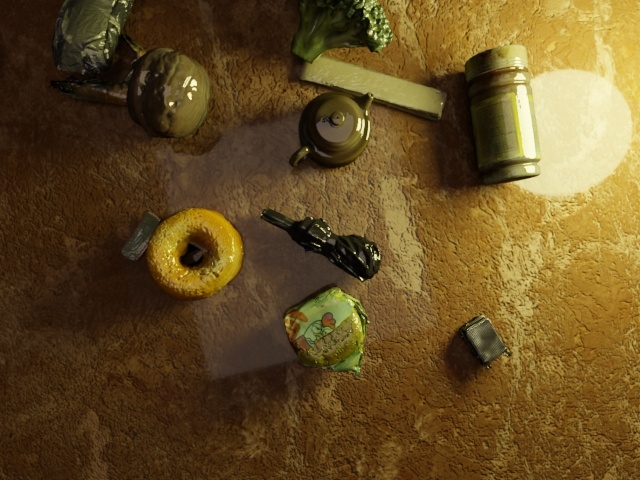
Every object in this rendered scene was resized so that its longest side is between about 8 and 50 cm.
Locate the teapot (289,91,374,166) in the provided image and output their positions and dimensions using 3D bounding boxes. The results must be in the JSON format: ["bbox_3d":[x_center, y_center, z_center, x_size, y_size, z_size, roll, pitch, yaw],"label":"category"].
[{"bbox_3d":[0.026,-0.278,1.109,0.267,0.175,0.185,-40,89,-2],"label":"teapot"}]

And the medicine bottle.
[{"bbox_3d":[0.470,-0.314,1.132,0.151,0.151,0.322,-8,90,-2],"label":"medicine bottle"}]

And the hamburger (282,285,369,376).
[{"bbox_3d":[0.028,0.248,1.125,0.214,0.125,0.235,-24,76,8],"label":"hamburger"}]

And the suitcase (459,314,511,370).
[{"bbox_3d":[0.436,0.268,1.173,0.086,0.059,0.126,-32,91,-3],"label":"suitcase"}]

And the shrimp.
[{"bbox_3d":[-0.572,-0.456,1.158,0.262,0.051,0.198,2,82,-4],"label":"shrimp"}]

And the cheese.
[{"bbox_3d":[0.143,-0.417,1.184,0.400,0.034,0.085,15,85,-2],"label":"cheese"}]

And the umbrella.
[{"bbox_3d":[0.000,0.000,1.150,0.340,0.118,0.118,24,89,4],"label":"umbrella"}]

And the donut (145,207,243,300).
[{"bbox_3d":[-0.326,0.032,1.131,0.253,0.118,0.253,2,78,-12],"label":"donut"}]

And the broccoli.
[{"bbox_3d":[0.033,-0.564,1.108,0.248,0.245,0.288,11,50,-37],"label":"broccoli"}]

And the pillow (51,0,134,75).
[{"bbox_3d":[-0.566,-0.568,1.114,0.161,0.092,0.335,13,75,-2],"label":"pillow"}]

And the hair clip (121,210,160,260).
[{"bbox_3d":[-0.475,-0.011,1.165,0.054,0.022,0.137,31,89,0],"label":"hair clip"}]

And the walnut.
[{"bbox_3d":[-0.375,-0.357,1.088,0.224,0.224,0.224,0,90,-2],"label":"walnut"}]
